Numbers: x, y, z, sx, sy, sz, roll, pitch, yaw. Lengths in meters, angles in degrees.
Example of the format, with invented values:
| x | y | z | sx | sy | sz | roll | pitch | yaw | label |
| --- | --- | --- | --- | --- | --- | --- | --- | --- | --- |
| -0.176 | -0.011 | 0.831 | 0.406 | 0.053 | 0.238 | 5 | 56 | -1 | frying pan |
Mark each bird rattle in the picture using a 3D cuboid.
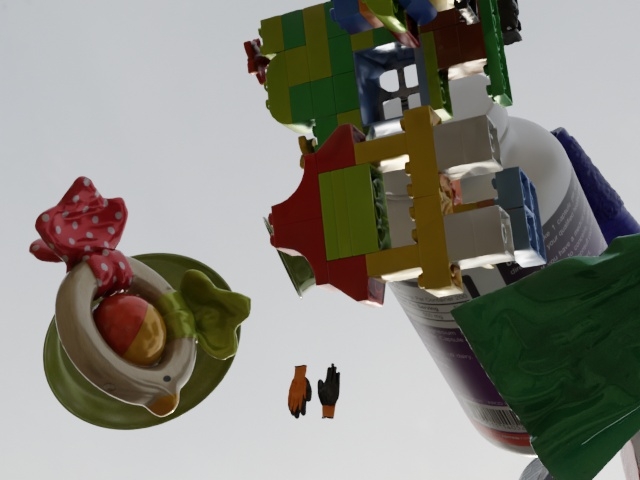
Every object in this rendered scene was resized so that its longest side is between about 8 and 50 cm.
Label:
| x | y | z | sx | sy | sz | roll | pitch | yaw | label |
| --- | --- | --- | --- | --- | --- | --- | --- | --- | --- |
| -0.194 | 0.066 | 1.088 | 0.143 | 0.207 | 0.253 | -29 | -58 | 24 | bird rattle |

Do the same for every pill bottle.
| x | y | z | sx | sy | sz | roll | pitch | yaw | label |
| --- | --- | --- | --- | --- | --- | --- | --- | --- | --- |
| 0.153 | 0.023 | 0.906 | 0.181 | 0.181 | 0.323 | 2 | -46 | 44 | pill bottle |

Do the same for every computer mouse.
| x | y | z | sx | sy | sz | roll | pitch | yaw | label |
| --- | --- | --- | --- | --- | --- | --- | --- | --- | --- |
| 0.263 | 0.339 | 1.303 | 0.042 | 0.193 | 0.106 | 37 | -48 | -1 | computer mouse |

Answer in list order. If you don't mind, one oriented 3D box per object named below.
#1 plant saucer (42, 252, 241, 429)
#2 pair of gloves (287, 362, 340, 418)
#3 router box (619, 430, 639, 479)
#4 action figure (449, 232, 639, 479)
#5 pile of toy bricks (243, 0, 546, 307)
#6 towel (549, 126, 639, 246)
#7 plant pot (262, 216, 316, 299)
| x | y | z | sx | sy | sz | roll | pitch | yaw | label |
| --- | --- | --- | --- | --- | --- | --- | --- | --- | --- |
| -0.214 | 0.116 | 1.267 | 0.037 | 0.240 | 0.241 | 45 | -49 | 54 | plant saucer |
| -0.009 | 0.200 | 1.408 | 0.083 | 0.010 | 0.074 | -6 | -112 | 35 | pair of gloves |
| 0.503 | 0.307 | 1.063 | 0.082 | 0.335 | 0.301 | 80 | 7 | -45 | router box |
| 0.212 | 0.037 | 0.640 | 0.232 | 0.063 | 0.137 | -36 | -101 | 15 | action figure |
| 0.018 | -0.074 | 0.414 | 0.105 | 0.118 | 0.212 | -11 | -105 | 21 | pile of toy bricks |
| 0.307 | 0.011 | 1.198 | 0.308 | 0.076 | 0.227 | 49 | -3 | -6 | towel |
| 0.000 | 0.000 | 0.961 | 0.083 | 0.079 | 0.083 | 155 | -90 | -85 | plant pot |
